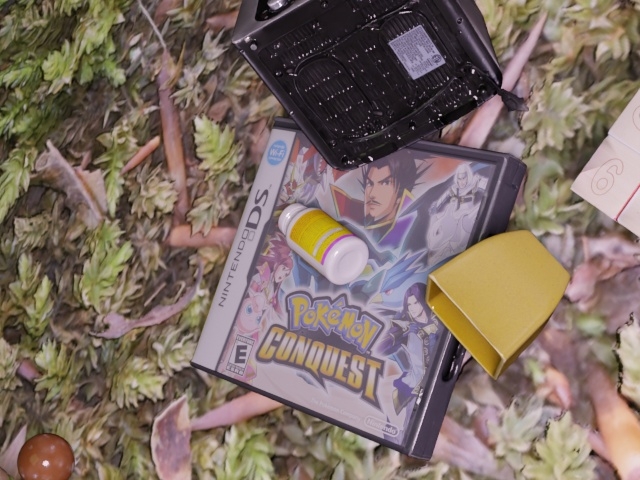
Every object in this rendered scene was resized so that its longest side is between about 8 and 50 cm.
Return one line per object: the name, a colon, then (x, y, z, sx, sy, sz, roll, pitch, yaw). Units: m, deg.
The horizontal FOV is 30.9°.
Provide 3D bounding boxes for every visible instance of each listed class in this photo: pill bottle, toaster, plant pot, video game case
pill bottle: (0.000, 0.000, 0.969, 0.083, 0.043, 0.043, 38, 100, 42)
toaster: (0.046, -0.159, 0.938, 0.168, 0.185, 0.110, -26, 35, 21)
plant pot: (0.134, 0.039, 0.849, 0.083, 0.081, 0.081, -39, 75, -9)
video game case: (0.021, 0.027, 0.995, 0.275, 0.035, 0.248, 15, 84, 44)

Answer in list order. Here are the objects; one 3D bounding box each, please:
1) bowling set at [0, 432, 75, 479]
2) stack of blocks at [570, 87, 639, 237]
bowling set: (-0.285, 0.294, 1.117, 0.200, 0.154, 0.287, -38, 48, 1)
stack of blocks: (0.289, -0.121, 0.719, 0.297, 0.171, 0.087, -56, 47, 11)
